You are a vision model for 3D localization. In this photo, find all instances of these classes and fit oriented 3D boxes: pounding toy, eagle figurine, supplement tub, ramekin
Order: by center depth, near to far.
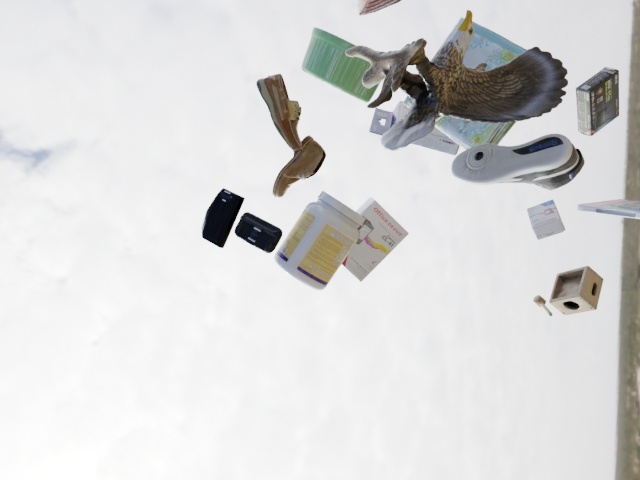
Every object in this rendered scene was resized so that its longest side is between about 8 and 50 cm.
[{"bbox_3d":[0.226,-0.257,0.890,0.298,0.225,0.226,10,-132,-34],"label":"eagle figurine"},{"bbox_3d":[0.839,0.205,1.847,0.094,0.206,0.181,37,-119,-13],"label":"pounding toy"},{"bbox_3d":[0.080,-0.606,1.890,0.303,0.303,0.148,1,-60,-59],"label":"ramekin"},{"bbox_3d":[0.000,0.000,2.079,0.331,0.241,0.241,-56,-34,3],"label":"supplement tub"}]

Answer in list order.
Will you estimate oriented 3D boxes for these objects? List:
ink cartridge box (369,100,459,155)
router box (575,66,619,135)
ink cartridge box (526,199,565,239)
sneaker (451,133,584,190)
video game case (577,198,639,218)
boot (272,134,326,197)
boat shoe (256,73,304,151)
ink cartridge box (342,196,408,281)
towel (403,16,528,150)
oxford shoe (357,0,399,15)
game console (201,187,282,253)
[{"bbox_3d":[0.365,-0.449,2.074,0.324,0.330,0.071,-73,-1,-59],"label":"ink cartridge box"},{"bbox_3d":[0.622,-0.309,1.209,0.092,0.038,0.122,-36,-50,-11],"label":"router box"},{"bbox_3d":[0.714,-0.067,1.714,0.052,0.089,0.122,55,-154,-26],"label":"ink cartridge box"},{"bbox_3d":[0.355,-0.122,0.969,0.121,0.217,0.079,24,-108,-43],"label":"sneaker"},{"bbox_3d":[0.977,-0.096,1.657,0.204,0.285,0.025,-7,-78,-22],"label":"video game case"},{"bbox_3d":[-0.092,-0.280,2.242,0.305,0.115,0.112,-53,-9,24],"label":"boot"},{"bbox_3d":[-0.135,-0.503,2.098,0.324,0.120,0.122,65,-173,2],"label":"boat shoe"},{"bbox_3d":[0.199,-0.006,2.385,0.226,0.306,0.131,43,-174,-12],"label":"ink cartridge box"},{"bbox_3d":[0.462,-0.465,1.639,0.090,0.374,0.320,17,-65,-51],"label":"towel"},{"bbox_3d":[0.134,-0.638,1.330,0.348,0.123,0.130,-76,-35,-68],"label":"oxford shoe"},{"bbox_3d":[-0.299,-0.048,2.027,0.044,0.361,0.213,17,-82,-59],"label":"game console"}]
